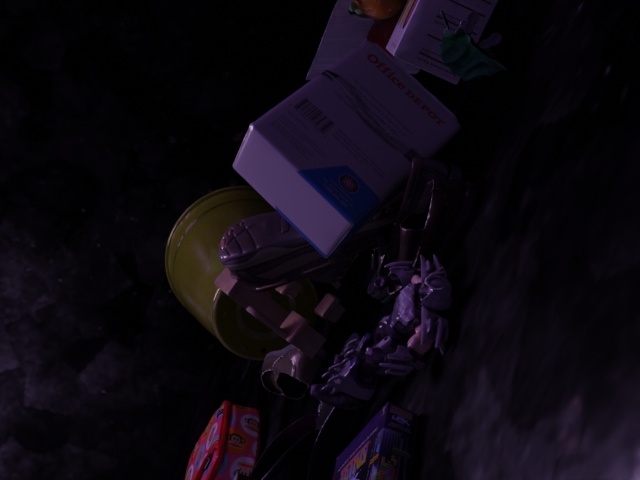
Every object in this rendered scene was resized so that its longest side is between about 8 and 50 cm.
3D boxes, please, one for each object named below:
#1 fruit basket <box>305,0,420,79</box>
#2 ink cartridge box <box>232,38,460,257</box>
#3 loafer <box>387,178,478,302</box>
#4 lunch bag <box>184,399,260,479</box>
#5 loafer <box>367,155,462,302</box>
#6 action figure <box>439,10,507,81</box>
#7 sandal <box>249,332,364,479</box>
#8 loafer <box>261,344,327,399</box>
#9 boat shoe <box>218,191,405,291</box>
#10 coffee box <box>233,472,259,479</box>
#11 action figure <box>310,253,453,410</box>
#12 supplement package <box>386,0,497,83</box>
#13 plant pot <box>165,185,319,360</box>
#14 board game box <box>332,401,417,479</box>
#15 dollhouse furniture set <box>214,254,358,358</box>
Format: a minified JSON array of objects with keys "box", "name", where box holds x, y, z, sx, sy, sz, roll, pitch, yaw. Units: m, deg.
[{"box":[0.146,-0.484,1.955,0.165,0.327,0.353,56,138,27],"name":"fruit basket"},{"box":[0.046,-0.155,1.576,0.307,0.223,0.129,-41,-8,-34],"name":"ink cartridge box"},{"box":[0.147,-0.004,1.407,0.080,0.078,0.220,-87,23,-66],"name":"loafer"},{"box":[-0.227,0.535,2.152,0.258,0.120,0.293,-90,23,-58],"name":"lunch bag"},{"box":[0.129,-0.021,1.533,0.096,0.084,0.267,-83,19,-60],"name":"loafer"},{"box":[0.241,-0.312,1.586,0.063,0.137,0.232,-44,0,-3],"name":"action figure"},{"box":[-0.041,0.347,1.534,0.167,0.107,0.445,-162,94,-81],"name":"sandal"},{"box":[-0.067,0.270,1.919,0.087,0.094,0.251,-67,8,-28],"name":"loafer"},{"box":[0.000,0.000,1.701,0.132,0.355,0.130,-87,-22,-49],"name":"boat shoe"},{"box":[-0.105,0.491,1.360,0.119,0.168,0.297,-83,18,-61],"name":"coffee box"},{"box":[0.097,0.129,1.326,0.285,0.099,0.185,-54,10,42],"name":"action figure"},{"box":[0.236,-0.431,1.773,0.139,0.134,0.244,-99,33,-74],"name":"supplement package"},{"box":[-0.156,0.099,2.215,0.366,0.366,0.353,-65,22,12],"name":"plant pot"},{"box":[0.060,0.310,1.233,0.141,0.048,0.170,-77,14,-44],"name":"board game box"},{"box":[-0.018,0.007,1.856,0.355,0.174,0.303,-53,21,-4],"name":"dollhouse furniture set"}]
